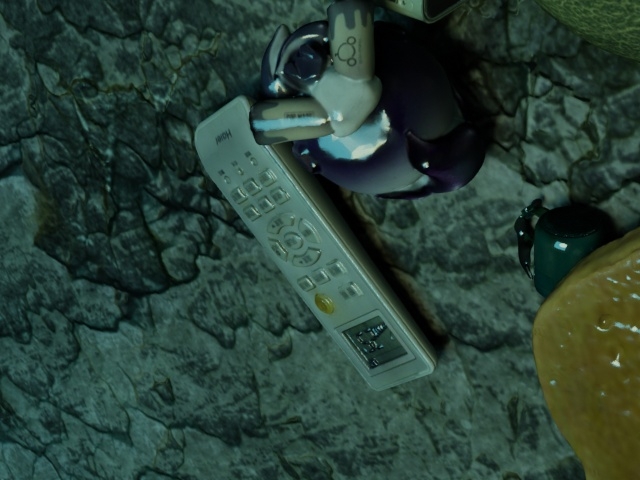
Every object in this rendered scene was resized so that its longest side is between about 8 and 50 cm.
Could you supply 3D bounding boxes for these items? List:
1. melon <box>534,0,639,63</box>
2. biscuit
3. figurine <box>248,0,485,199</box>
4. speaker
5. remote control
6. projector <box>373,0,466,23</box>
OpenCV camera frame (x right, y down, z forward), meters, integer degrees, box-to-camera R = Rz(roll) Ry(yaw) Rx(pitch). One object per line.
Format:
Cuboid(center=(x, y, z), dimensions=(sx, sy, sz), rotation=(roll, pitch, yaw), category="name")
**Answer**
Cuboid(center=(0.250, -0.222, 1.085), dimensions=(0.301, 0.237, 0.237), rotation=(9, 123, 42), category="melon")
Cuboid(center=(0.360, 0.133, 1.341), dimensions=(0.385, 0.062, 0.365), rotation=(-2, 118, 35), category="biscuit")
Cuboid(center=(0.051, -0.106, 1.397), dimensions=(0.145, 0.222, 0.145), rotation=(-6, 76, 28), category="figurine")
Cuboid(center=(0.194, 0.007, 1.430), dimensions=(0.094, 0.060, 0.075), rotation=(20, 128, 34), category="speaker")
Cuboid(center=(0.000, 0.000, 1.619), dimensions=(0.313, 0.055, 0.109), rotation=(54, 146, -6), category="remote control")
Cuboid(center=(0.072, -0.229, 1.363), dimensions=(0.082, 0.083, 0.083), rotation=(23, 131, 30), category="projector")
